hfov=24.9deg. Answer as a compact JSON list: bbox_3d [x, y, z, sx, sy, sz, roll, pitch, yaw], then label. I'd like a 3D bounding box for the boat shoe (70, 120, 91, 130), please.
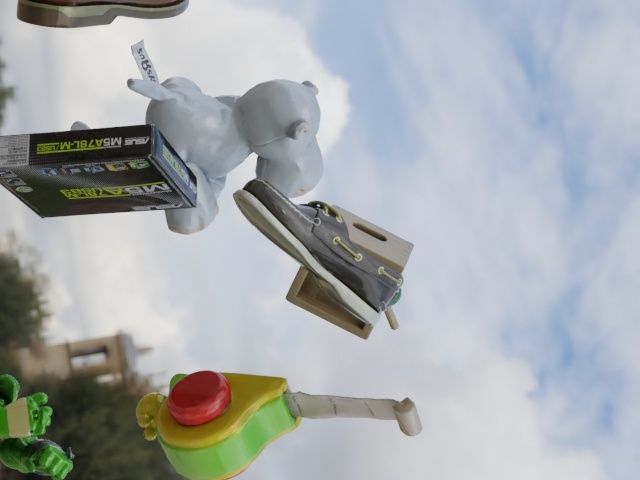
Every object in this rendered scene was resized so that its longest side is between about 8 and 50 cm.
[{"bbox_3d":[-0.306,-0.120,1.964,0.100,0.035,0.035,54,4,-17],"label":"boat shoe"}]

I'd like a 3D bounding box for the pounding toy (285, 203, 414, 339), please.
[{"bbox_3d":[0.048,0.047,1.738,0.130,0.141,0.100,-64,179,26],"label":"pounding toy"}]

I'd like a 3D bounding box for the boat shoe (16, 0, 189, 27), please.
[{"bbox_3d":[-0.236,-0.316,1.689,0.307,0.111,0.104,-34,134,-64],"label":"boat shoe"}]

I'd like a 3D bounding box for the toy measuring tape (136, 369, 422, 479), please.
[{"bbox_3d":[-0.061,0.201,1.504,0.330,0.121,0.121,2,-76,30],"label":"toy measuring tape"}]

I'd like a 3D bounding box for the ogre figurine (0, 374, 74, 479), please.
[{"bbox_3d":[-0.323,0.163,1.363,0.118,0.197,0.096,128,-22,-68],"label":"ogre figurine"}]

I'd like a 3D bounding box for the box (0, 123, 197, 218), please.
[{"bbox_3d":[-0.249,-0.073,1.594,0.184,0.191,0.045,63,24,-70],"label":"box"}]

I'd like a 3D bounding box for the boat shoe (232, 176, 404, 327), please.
[{"bbox_3d":[0.000,0.000,1.506,0.228,0.068,0.081,44,-9,-33],"label":"boat shoe"}]

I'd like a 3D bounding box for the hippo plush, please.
[{"bbox_3d":[-0.115,-0.164,2.016,0.234,0.237,0.294,-95,174,-57],"label":"hippo plush"}]
